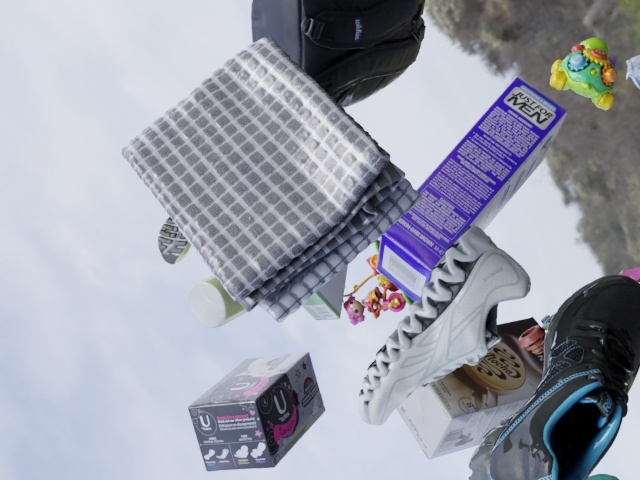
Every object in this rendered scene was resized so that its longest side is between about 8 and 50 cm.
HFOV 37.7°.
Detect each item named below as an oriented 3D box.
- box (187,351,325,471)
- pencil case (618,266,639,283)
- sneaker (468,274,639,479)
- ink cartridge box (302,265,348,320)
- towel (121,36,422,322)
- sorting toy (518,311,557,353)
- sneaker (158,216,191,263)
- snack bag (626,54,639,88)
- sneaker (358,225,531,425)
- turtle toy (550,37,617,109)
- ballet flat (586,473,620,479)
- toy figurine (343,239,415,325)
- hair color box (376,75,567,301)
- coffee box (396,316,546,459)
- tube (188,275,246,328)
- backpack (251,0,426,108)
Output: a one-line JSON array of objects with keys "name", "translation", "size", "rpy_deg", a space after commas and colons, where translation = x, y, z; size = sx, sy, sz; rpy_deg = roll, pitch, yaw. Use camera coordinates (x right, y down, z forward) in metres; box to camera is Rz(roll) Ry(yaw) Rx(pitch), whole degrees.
[{"name": "box", "translation": [-0.119, 0.330, 1.844], "size": [0.247, 0.163, 0.142], "rpy_deg": [-36, -67, -61]}, {"name": "pencil case", "translation": [0.491, 0.070, 1.194], "size": [0.095, 0.209, 0.098], "rpy_deg": [15, -111, -53]}, {"name": "sneaker", "translation": [0.305, 0.169, 1.049], "size": [0.125, 0.139, 0.341], "rpy_deg": [40, -118, -6]}, {"name": "ink cartridge box", "translation": [0.000, 0.000, 1.642], "size": [0.171, 0.056, 0.235], "rpy_deg": [49, -137, -52]}, {"name": "towel", "translation": [-0.064, -0.077, 1.058], "size": [0.284, 0.235, 0.121], "rpy_deg": [47, 173, 31]}, {"name": "sorting toy", "translation": [0.367, 0.148, 1.497], "size": [0.042, 0.102, 0.061], "rpy_deg": [53, -149, -1]}, {"name": "sneaker", "translation": [-0.291, -0.039, 2.098], "size": [0.094, 0.081, 0.209], "rpy_deg": [45, -119, -62]}, {"name": "snack bag", "translation": [0.682, -0.272, 1.489], "size": [0.323, 0.342, 0.037], "rpy_deg": [37, -146, -50]}, {"name": "sneaker", "translation": [0.148, 0.128, 1.170], "size": [0.118, 0.292, 0.110], "rpy_deg": [35, -163, 8]}, {"name": "turtle toy", "translation": [0.384, -0.246, 1.341], "size": [0.095, 0.066, 0.130], "rpy_deg": [24, -146, 1]}, {"name": "ballet flat", "translation": [0.342, 0.424, 1.205], "size": [0.083, 0.087, 0.247], "rpy_deg": [142, 135, -76]}, {"name": "toy figurine", "translation": [0.092, 0.111, 1.899], "size": [0.173, 0.159, 0.130], "rpy_deg": [62, -168, 20]}, {"name": "hair color box", "translation": [0.233, -0.076, 1.477], "size": [0.110, 0.339, 0.185], "rpy_deg": [40, 165, 13]}, {"name": "coffee box", "translation": [0.283, 0.250, 1.631], "size": [0.297, 0.119, 0.168], "rpy_deg": [-8, -135, -30]}, {"name": "tube", "translation": [-0.068, 0.048, 1.220], "size": [0.070, 0.062, 0.240], "rpy_deg": [38, -146, 20]}, {"name": "backpack", "translation": [0.040, -0.381, 1.675], "size": [0.273, 0.355, 0.290], "rpy_deg": [34, 136, 46]}]
